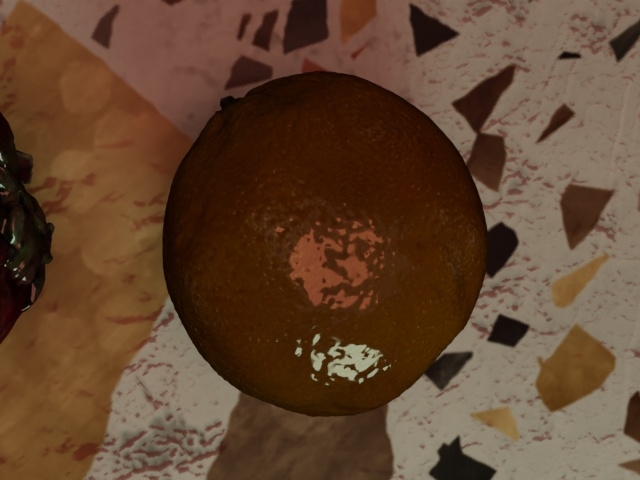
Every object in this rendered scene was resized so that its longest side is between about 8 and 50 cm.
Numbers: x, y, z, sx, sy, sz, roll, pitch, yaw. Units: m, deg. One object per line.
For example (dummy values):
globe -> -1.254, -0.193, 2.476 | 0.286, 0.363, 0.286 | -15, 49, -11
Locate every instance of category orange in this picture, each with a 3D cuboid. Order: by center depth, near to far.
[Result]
orange -> 0.000, 0.000, 0.888 | 0.264, 0.264, 0.264 | -1, 96, -12

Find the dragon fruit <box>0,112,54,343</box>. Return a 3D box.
dragon fruit -> -0.352, -0.003, 0.780 | 0.329, 0.329, 0.329 | -1, 96, -12
